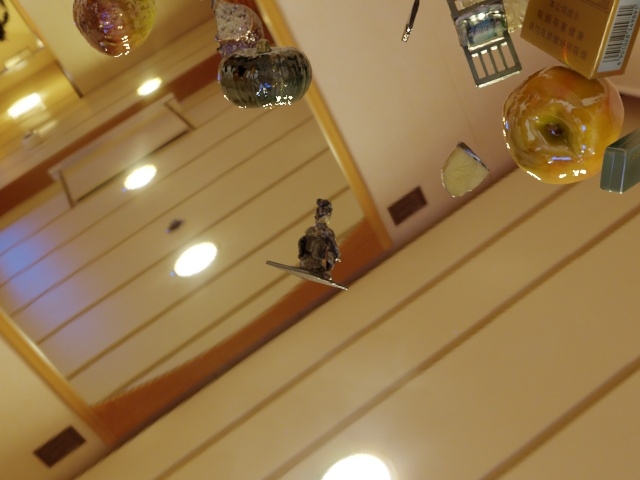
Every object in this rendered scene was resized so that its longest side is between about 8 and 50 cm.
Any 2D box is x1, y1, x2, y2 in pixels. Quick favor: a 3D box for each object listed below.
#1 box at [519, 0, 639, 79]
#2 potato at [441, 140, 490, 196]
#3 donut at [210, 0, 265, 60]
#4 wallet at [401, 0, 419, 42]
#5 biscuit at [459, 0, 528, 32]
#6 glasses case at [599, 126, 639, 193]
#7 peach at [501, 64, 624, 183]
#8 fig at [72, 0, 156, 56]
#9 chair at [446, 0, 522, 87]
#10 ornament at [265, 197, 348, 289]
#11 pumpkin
[{"bbox_3d":[0.592,-0.595,1.550,0.115,0.416,0.264,-11,-140,-20],"label":"box"},{"bbox_3d":[0.305,-0.152,1.601,0.103,0.096,0.066,-45,-167,1],"label":"potato"},{"bbox_3d":[-0.220,-0.579,2.012,0.126,0.187,0.144,14,-157,24],"label":"donut"},{"bbox_3d":[0.231,-0.561,1.846,0.018,0.082,0.157,16,-177,0],"label":"wallet"},{"bbox_3d":[0.523,-0.718,2.187,0.179,0.281,0.084,-64,-159,-1],"label":"biscuit"},{"bbox_3d":[0.538,-0.143,1.229,0.039,0.078,0.184,21,-146,40],"label":"glasses case"},{"bbox_3d":[0.583,-0.287,1.758,0.288,0.289,0.308,-12,-171,26],"label":"peach"},{"bbox_3d":[-0.393,-0.495,1.493,0.159,0.159,0.257,5,-136,43],"label":"fig"},{"bbox_3d":[0.430,-0.570,1.924,0.136,0.147,0.271,-18,-118,13],"label":"chair"},{"bbox_3d":[0.000,0.000,1.748,0.166,0.153,0.196,12,-97,42],"label":"ornament"},{"bbox_3d":[-0.123,-0.371,1.608,0.211,0.152,0.211,-12,-170,2],"label":"pumpkin"}]
